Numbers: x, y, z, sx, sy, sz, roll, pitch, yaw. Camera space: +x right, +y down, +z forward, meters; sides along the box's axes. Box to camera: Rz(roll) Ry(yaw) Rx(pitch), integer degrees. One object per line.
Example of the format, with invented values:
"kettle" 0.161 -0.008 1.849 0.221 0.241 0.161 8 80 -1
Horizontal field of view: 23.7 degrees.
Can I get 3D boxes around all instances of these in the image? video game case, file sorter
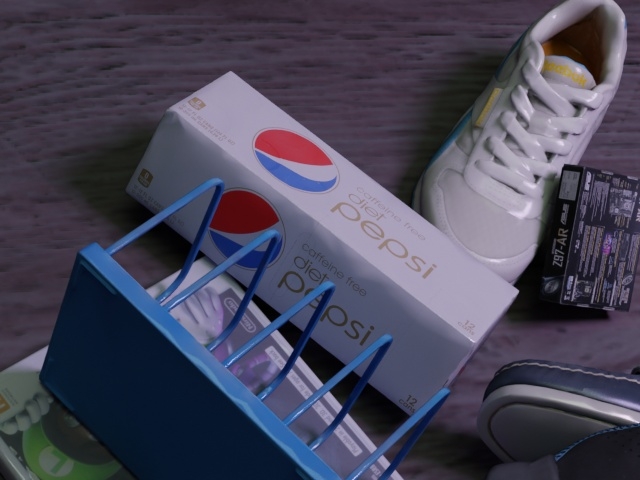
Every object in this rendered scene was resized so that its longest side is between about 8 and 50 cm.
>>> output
"video game case" -0.067 0.115 0.809 0.173 0.022 0.190 -31 71 -32
"file sorter" -0.037 0.070 0.763 0.170 0.118 0.104 43 52 13

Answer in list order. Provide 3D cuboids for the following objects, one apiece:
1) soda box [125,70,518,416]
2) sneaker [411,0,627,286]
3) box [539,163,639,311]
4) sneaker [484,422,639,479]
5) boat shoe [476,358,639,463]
"soda box" 0.000 0.000 0.868 0.216 0.069 0.074 37 34 9
"sneaker" 0.126 -0.066 0.951 0.087 0.092 0.228 28 54 -1
"box" 0.167 -0.001 0.923 0.067 0.018 0.083 7 93 -41
"sneaker" 0.190 0.242 0.714 0.140 0.125 0.340 -22 68 4
"boat shoe" 0.207 0.107 0.860 0.255 0.095 0.079 15 56 -10
